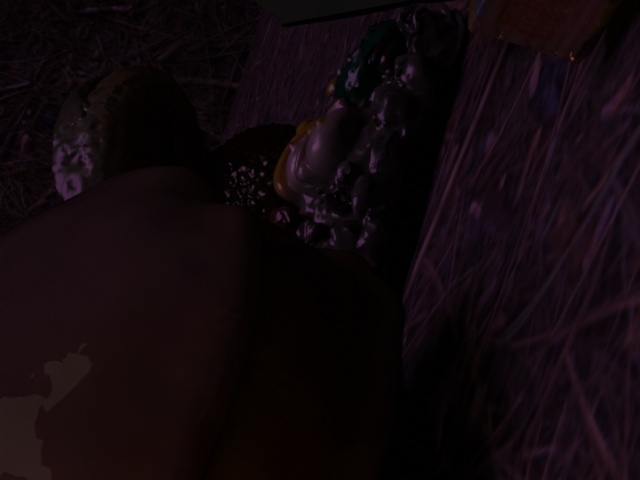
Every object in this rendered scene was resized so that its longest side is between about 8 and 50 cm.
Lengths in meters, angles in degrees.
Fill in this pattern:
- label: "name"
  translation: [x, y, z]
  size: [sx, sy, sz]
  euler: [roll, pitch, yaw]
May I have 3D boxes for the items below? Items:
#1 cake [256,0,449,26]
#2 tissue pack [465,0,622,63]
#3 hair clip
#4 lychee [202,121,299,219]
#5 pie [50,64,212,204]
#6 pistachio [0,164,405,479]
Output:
- label: "cake"
  translation: [0.049, -0.212, 0.827]
  size: [0.178, 0.185, 0.208]
  euler: [-10, -56, -57]
- label: "tissue pack"
  translation: [0.113, -0.156, 0.605]
  size: [0.109, 0.060, 0.148]
  euler: [-80, 13, -46]
- label: "hair clip"
  translation: [-0.001, -0.001, 0.915]
  size: [0.138, 0.091, 0.321]
  euler: [130, 157, -62]
- label: "lychee"
  translation: [-0.034, -0.028, 1.128]
  size: [0.146, 0.114, 0.114]
  euler: [-161, 91, -81]
- label: "pie"
  translation: [-0.109, 0.008, 1.175]
  size: [0.302, 0.066, 0.303]
  euler: [-15, -90, -74]
- label: "pistachio"
  translation: [-0.120, 0.165, 0.711]
  size: [0.445, 0.281, 0.365]
  euler: [-53, 17, 27]
